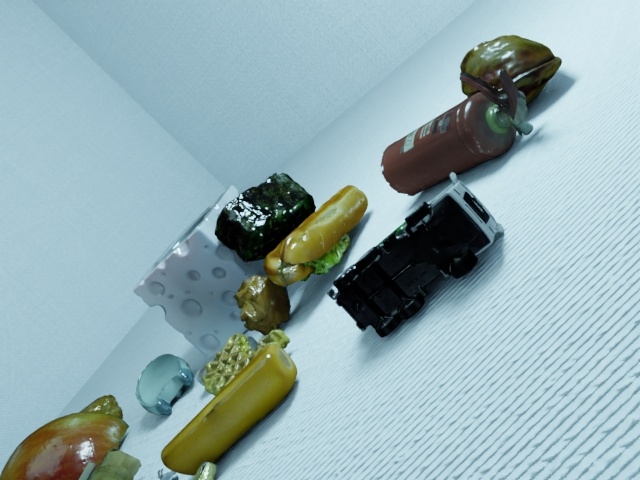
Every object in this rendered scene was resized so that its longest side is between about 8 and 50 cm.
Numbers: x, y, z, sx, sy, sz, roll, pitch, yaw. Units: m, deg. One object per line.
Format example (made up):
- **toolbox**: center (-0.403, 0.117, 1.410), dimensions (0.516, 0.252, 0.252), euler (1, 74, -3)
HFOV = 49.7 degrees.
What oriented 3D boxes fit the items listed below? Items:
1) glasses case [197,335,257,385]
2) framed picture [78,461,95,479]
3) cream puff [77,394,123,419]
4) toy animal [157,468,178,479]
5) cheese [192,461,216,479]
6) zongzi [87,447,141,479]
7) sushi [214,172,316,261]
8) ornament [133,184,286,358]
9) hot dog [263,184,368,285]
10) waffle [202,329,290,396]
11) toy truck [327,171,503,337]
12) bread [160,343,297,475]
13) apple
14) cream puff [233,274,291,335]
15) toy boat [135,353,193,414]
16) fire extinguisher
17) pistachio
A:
- **glasses case**: center (-0.181, 0.234, 1.338), dimensions (0.164, 0.041, 0.063), euler (-35, 18, 37)
- **framed picture**: center (-0.477, 0.542, 1.233), dimensions (0.250, 0.016, 0.184), euler (-78, 12, -68)
- **cream puff**: center (-0.554, 0.454, 1.732), dimensions (0.126, 0.103, 0.144), euler (-38, 6, -36)
- **toy animal**: center (-0.251, 0.383, 1.115), dimensions (0.084, 0.028, 0.050), euler (-33, 26, 44)
- **cheese**: center (-0.169, 0.347, 0.959), dimensions (0.083, 0.030, 0.044), euler (-74, 10, -57)
- **zongzi**: center (-0.401, 0.476, 1.220), dimensions (0.176, 0.078, 0.160), euler (-52, 7, 17)
- **sushi**: center (-0.105, -0.042, 1.424), dimensions (0.225, 0.127, 0.124), euler (-35, -27, -43)
- **ornament**: center (-0.226, 0.068, 1.569), dimensions (0.239, 0.239, 0.239), euler (-40, 14, 26)
- **hot dog**: center (0.000, 0.000, 1.343), dimensions (0.135, 0.100, 0.337), euler (-40, 3, 35)
- **waffle**: center (-0.130, 0.212, 1.189), dimensions (0.149, 0.051, 0.194), euler (-50, 21, -19)
- **toy truck**: center (0.116, 0.026, 0.900), dimensions (0.242, 0.101, 0.125), euler (-42, 0, 29)
- **bread**: center (-0.132, 0.257, 1.023), dimensions (0.239, 0.074, 0.092), euler (-45, 5, 6)
- **apple**: center (-0.596, 0.535, 1.559), dimensions (0.346, 0.254, 0.179), euler (-45, -30, -2)
- **cream puff**: center (-0.111, 0.122, 1.310), dimensions (0.094, 0.116, 0.122), euler (-17, 13, 42)
- **toy boat**: center (-0.342, 0.327, 1.551), dimensions (0.134, 0.079, 0.207), euler (-57, 26, -16)
- **fire extinguisher**: center (0.213, -0.177, 1.118), dimensions (0.337, 0.147, 0.107), euler (-27, 36, 59)
- **pistachio**: center (0.318, -0.282, 1.163), dimensions (0.165, 0.131, 0.210), euler (-45, 20, -14)
